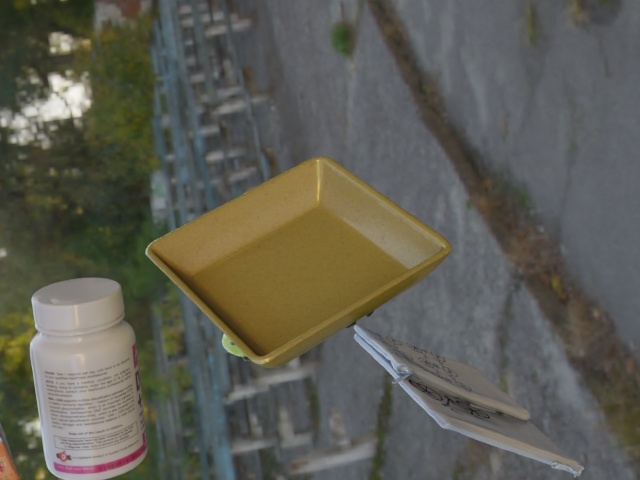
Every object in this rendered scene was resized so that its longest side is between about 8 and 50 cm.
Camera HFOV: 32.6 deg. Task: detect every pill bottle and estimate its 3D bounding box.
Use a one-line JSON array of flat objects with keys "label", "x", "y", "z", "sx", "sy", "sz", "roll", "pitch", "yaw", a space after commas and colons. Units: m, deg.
[{"label": "pill bottle", "x": -0.359, "y": 0.211, "z": 1.690, "sx": 0.160, "sy": 0.160, "sz": 0.283, "roll": -118, "pitch": 23, "yaw": -72}]

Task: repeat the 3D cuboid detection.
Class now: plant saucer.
[{"label": "plant saucer", "x": -0.033, "y": 0.038, "z": 1.585, "sx": 0.333, "sy": 0.333, "sz": 0.081, "roll": 39, "pitch": 149, "yaw": 44}]

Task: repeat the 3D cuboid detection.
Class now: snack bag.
[{"label": "snack bag", "x": 0.246, "y": 0.266, "z": 1.863, "sx": 0.037, "sy": 0.323, "sz": 0.342, "roll": -62, "pitch": 29, "yaw": 8}]

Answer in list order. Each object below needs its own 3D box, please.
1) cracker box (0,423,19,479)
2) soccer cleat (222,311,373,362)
[{"label": "cracker box", "x": -0.519, "y": 0.307, "z": 1.541, "sx": 0.232, "sy": 0.156, "sz": 0.067, "roll": 20, "pitch": 131, "yaw": 68}, {"label": "soccer cleat", "x": -0.031, "y": 0.106, "z": 1.758, "sx": 0.093, "sy": 0.289, "sz": 0.121, "roll": 43, "pitch": -149, "yaw": -40}]
